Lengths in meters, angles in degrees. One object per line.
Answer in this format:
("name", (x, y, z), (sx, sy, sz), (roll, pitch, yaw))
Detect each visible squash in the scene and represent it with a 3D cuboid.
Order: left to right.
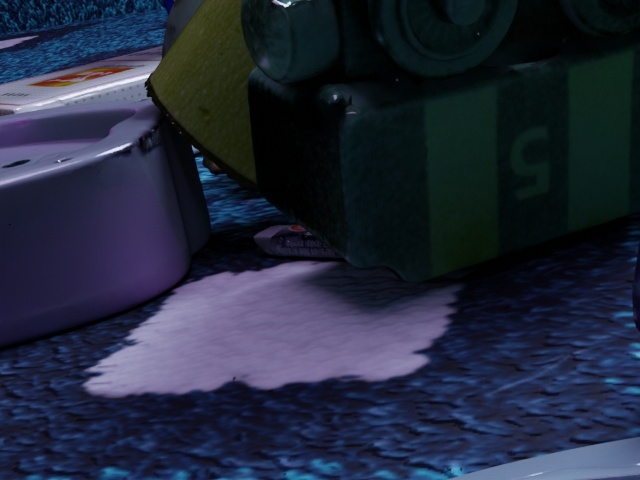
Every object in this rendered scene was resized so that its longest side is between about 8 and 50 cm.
("squash", (-0.001, -0.163, 0.911), (0.247, 0.132, 0.132), (-49, 5, 17))

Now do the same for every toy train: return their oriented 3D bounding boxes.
("toy train", (0.092, -0.112, 0.801), (0.299, 0.238, 0.167), (-15, 27, -23))

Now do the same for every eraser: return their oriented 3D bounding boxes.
("eraser", (0.000, 0.000, 0.878), (0.099, 0.019, 0.027), (1, 19, 39))

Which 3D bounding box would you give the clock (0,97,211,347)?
("clock", (-0.248, -0.014, 0.936), (0.338, 0.102, 0.338), (-10, 15, 3))

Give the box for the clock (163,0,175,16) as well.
("clock", (-0.112, -0.331, 1.411), (0.083, 0.230, 0.230), (1, 17, 10))

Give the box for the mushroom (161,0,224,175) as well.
("mushroom", (0.008, -0.145, 1.089), (0.267, 0.190, 0.164), (2, 5, 44))

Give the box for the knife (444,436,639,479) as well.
("knife", (0.168, 0.075, 0.486), (0.260, 0.035, 0.063), (-7, 11, 23))

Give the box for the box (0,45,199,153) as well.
("box", (-0.205, -0.131, 1.344), (0.330, 0.095, 0.210), (-19, 17, -37))

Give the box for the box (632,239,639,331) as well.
("box", (0.261, -0.027, 0.666), (0.134, 0.097, 0.345), (7, 21, 24))
